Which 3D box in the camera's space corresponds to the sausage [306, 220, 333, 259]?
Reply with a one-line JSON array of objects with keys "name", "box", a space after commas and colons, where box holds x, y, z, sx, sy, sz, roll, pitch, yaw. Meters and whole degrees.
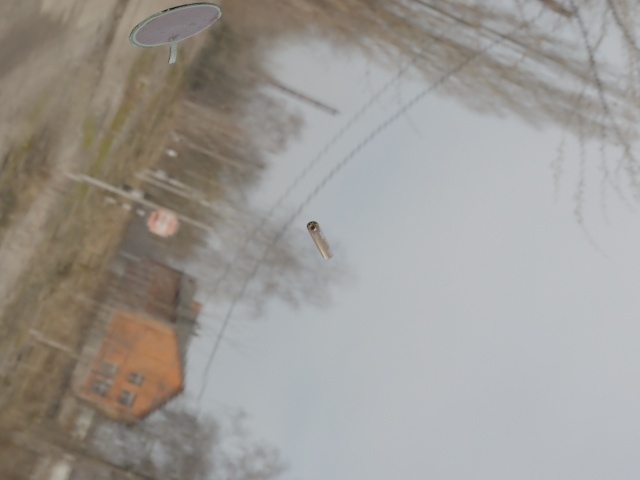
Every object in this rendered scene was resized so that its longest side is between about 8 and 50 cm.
[{"name": "sausage", "box": [0.000, 0.000, 1.338, 0.100, 0.015, 0.015, 61, 46, -65]}]

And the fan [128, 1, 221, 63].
[{"name": "fan", "box": [-0.130, -0.183, 1.070, 0.133, 0.085, 0.005, 127, -56, -76]}]
